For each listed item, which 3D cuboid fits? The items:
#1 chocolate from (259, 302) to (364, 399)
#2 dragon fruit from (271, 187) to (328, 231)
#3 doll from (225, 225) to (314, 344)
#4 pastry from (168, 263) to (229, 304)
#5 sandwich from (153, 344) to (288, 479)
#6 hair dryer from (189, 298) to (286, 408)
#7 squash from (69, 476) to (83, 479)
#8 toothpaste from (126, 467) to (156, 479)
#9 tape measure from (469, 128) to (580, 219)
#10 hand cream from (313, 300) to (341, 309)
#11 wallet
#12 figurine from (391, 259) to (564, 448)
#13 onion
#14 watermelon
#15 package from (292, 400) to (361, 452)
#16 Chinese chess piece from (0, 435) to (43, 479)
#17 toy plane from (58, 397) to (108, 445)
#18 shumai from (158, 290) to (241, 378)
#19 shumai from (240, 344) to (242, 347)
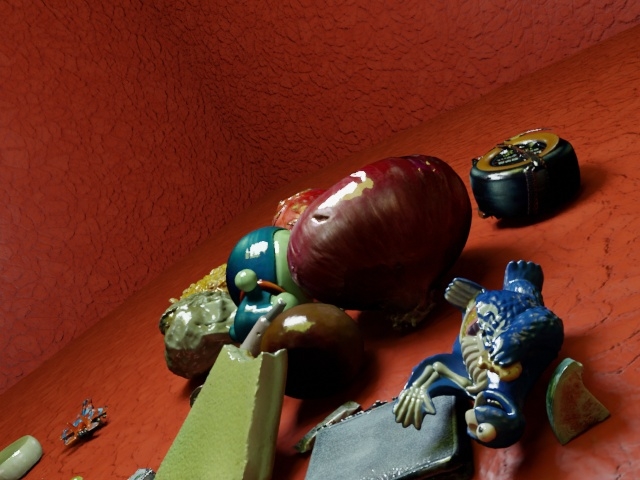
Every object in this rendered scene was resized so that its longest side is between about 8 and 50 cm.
[{"bbox_3d":[-0.011,0.165,0.968,0.177,0.176,0.177,-30,13,7],"label":"chocolate"},{"bbox_3d":[-0.004,-0.009,1.441,0.241,0.241,0.252,-29,13,12],"label":"dragon fruit"},{"bbox_3d":[-0.097,0.093,1.206,0.186,0.198,0.322,-15,30,14],"label":"doll"},{"bbox_3d":[-0.324,0.152,1.845,0.250,0.102,0.154,-29,24,-2],"label":"pastry"},{"bbox_3d":[-0.143,0.259,0.899,0.245,0.063,0.212,-23,49,43],"label":"sandwich"},{"bbox_3d":[-0.122,0.190,1.055,0.220,0.054,0.195,-57,-9,0],"label":"hair dryer"},{"bbox_3d":[-0.485,0.479,1.155,0.083,0.027,0.027,-38,15,-31],"label":"squash"},{"bbox_3d":[-0.329,0.434,0.940,0.047,0.040,0.196,-23,14,49],"label":"toothpaste"},{"bbox_3d":[0.394,-0.123,1.191,0.202,0.135,0.223,-16,19,19],"label":"tape measure"},{"bbox_3d":[0.021,0.138,1.294,0.165,0.037,0.057,-16,18,27],"label":"hand cream"},{"bbox_3d":[0.076,0.249,0.727,0.222,0.036,0.167,-29,14,19],"label":"wallet"},{"bbox_3d":[0.202,0.134,0.689,0.164,0.120,0.262,-26,20,43],"label":"figurine"},{"bbox_3d":[0.120,0.023,1.058,0.348,0.285,0.347,-18,-25,-9],"label":"onion"},{"bbox_3d":[0.259,0.156,0.613,0.061,0.085,0.085,14,34,22],"label":"watermelon"},{"bbox_3d":[0.009,0.263,0.865,0.110,0.015,0.037,-35,8,-21],"label":"package"},{"bbox_3d":[-0.737,0.534,1.464,0.144,0.058,0.144,-31,11,7],"label":"Chinese chess piece"},{"bbox_3d":[-0.558,0.424,1.464,0.130,0.061,0.189,-33,9,-6],"label":"toy plane"},{"bbox_3d":[-0.220,0.202,1.359,0.218,0.189,0.256,-8,8,10],"label":"shumai"},{"bbox_3d":[-0.133,0.242,1.202,0.080,0.083,0.082,-63,-13,-6],"label":"shumai"}]
